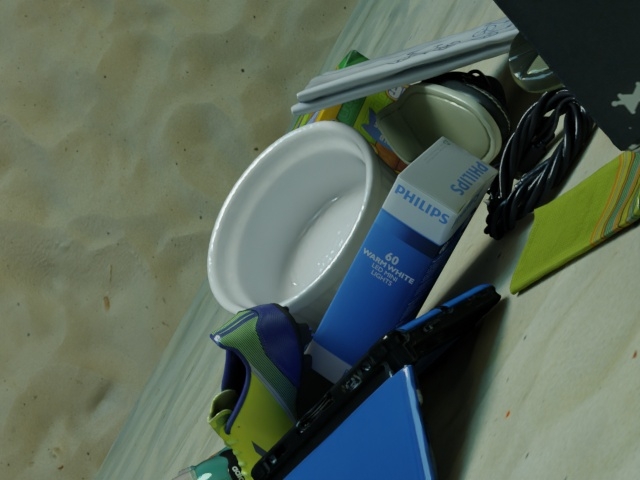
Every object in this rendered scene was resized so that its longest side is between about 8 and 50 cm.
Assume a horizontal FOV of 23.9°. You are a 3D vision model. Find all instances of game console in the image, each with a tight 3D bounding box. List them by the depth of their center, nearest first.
[{"bbox_3d":[0.070,0.213,1.480,0.250,0.173,0.293,-24,-17,-43],"label":"game console"}]

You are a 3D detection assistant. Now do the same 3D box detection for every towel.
[{"bbox_3d":[0.243,-0.027,1.375,0.102,0.021,0.237,-62,10,-28],"label":"towel"}]

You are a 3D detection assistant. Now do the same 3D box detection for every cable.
[{"bbox_3d":[0.221,-0.083,1.585,0.184,0.047,0.150,-47,15,48],"label":"cable"}]

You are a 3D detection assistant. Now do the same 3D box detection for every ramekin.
[{"bbox_3d":[0.000,0.000,1.913,0.277,0.135,0.277,-29,43,31],"label":"ramekin"}]

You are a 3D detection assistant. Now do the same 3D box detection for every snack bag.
[{"bbox_3d":[0.133,-0.236,1.914,0.323,0.037,0.342,-16,10,10],"label":"snack bag"}]

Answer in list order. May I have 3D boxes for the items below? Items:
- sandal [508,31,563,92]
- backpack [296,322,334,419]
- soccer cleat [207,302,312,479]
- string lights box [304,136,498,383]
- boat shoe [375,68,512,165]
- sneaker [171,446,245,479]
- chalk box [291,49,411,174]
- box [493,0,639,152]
[{"bbox_3d":[0.285,-0.207,1.555,0.120,0.086,0.303,-14,15,30],"label":"sandal"},{"bbox_3d":[-0.025,0.176,1.814,0.158,0.117,0.173,-57,7,4],"label":"backpack"},{"bbox_3d":[-0.071,0.201,1.639,0.093,0.121,0.289,35,135,49],"label":"soccer cleat"},{"bbox_3d":[0.085,0.029,1.622,0.133,0.077,0.259,-41,-19,-57],"label":"string lights box"},{"bbox_3d":[0.173,-0.158,1.867,0.113,0.127,0.340,-35,4,-12],"label":"boat shoe"},{"bbox_3d":[-0.108,0.312,1.893,0.121,0.108,0.302,-26,-5,-5],"label":"sneaker"},{"bbox_3d":[0.038,-0.090,2.143,0.179,0.180,0.289,-48,15,47],"label":"chalk box"},{"bbox_3d":[0.213,-0.410,1.202,0.297,0.480,0.471,-34,20,28],"label":"box"}]
